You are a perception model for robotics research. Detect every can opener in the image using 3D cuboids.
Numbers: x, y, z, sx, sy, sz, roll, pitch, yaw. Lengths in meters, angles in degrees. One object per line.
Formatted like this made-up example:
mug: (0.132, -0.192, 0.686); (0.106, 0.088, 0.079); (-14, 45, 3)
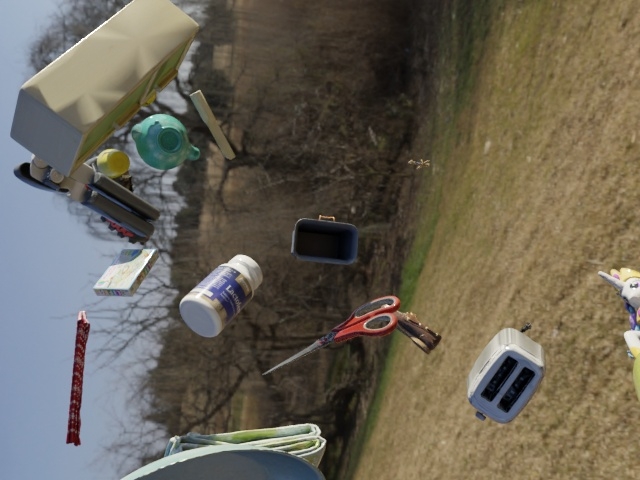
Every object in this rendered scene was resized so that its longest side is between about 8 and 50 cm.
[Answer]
can opener: (-0.434, -0.092, 1.155); (0.093, 0.280, 0.074); (-4, 63, 41)

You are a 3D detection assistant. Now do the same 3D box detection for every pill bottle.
pill bottle: (-0.304, 0.167, 1.896); (0.265, 0.153, 0.153); (-48, -22, -45)

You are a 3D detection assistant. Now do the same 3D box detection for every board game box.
board game box: (-0.488, 0.079, 1.521); (0.154, 0.103, 0.026); (-69, -27, -48)

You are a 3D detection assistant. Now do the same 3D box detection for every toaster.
toaster: (0.415, 0.295, 1.332); (0.227, 0.129, 0.146); (-59, -10, 14)

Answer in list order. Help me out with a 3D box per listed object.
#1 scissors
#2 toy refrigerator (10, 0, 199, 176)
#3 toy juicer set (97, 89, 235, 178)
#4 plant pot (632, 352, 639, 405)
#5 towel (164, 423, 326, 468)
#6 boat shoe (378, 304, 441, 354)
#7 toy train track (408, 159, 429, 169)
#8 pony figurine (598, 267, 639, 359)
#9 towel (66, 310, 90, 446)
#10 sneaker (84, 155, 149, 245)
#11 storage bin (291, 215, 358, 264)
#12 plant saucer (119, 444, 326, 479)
scissors: (0.022, 0.188, 1.192); (0.021, 0.297, 0.109); (60, -165, -27)
toy refrigerator: (-0.270, -0.211, 0.791); (0.102, 0.094, 0.269); (-41, 17, 48)
toy juicer set: (-0.383, -0.275, 1.454); (0.089, 0.329, 0.209); (6, 107, 57)
plant pot: (0.516, 0.223, 0.740); (0.254, 0.276, 0.276); (-62, -19, -68)
towel: (-0.180, 0.526, 1.270); (0.090, 0.320, 0.374); (-111, 31, -45)
boat shoe: (0.272, 0.256, 1.834); (0.073, 0.207, 0.073); (-49, -20, -9)
toy train track: (0.289, -0.229, 1.773); (0.048, 0.083, 0.014); (-36, 62, 42)
pony figurine: (0.749, 0.173, 1.176); (0.363, 0.351, 0.303); (-63, -13, -64)
towel: (-0.548, 0.305, 1.367); (0.199, 0.031, 0.275); (177, 98, -68)
sneaker: (-0.544, -0.115, 1.625); (0.135, 0.276, 0.097); (-40, 8, 5)
storage bin: (0.000, 0.000, 1.265); (0.091, 0.135, 0.098); (164, 112, -73)
plant saucer: (-0.089, 0.196, 0.413); (0.037, 0.195, 0.195); (-125, 36, -48)
